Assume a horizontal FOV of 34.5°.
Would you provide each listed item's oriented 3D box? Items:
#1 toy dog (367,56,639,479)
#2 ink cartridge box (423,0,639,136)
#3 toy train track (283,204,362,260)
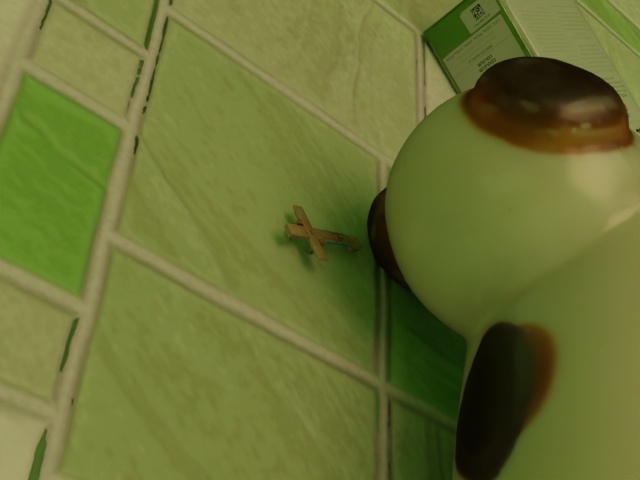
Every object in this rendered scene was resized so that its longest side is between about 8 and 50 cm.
[{"bbox_3d":[0.172,0.085,0.697,0.395,0.284,0.408,-5,61,-21],"label":"toy dog"},{"bbox_3d":[0.244,-0.138,1.068,0.188,0.097,0.255,-15,74,-53],"label":"ink cartridge box"},{"bbox_3d":[0.000,0.000,0.749,0.083,0.014,0.048,10,46,-51],"label":"toy train track"}]
